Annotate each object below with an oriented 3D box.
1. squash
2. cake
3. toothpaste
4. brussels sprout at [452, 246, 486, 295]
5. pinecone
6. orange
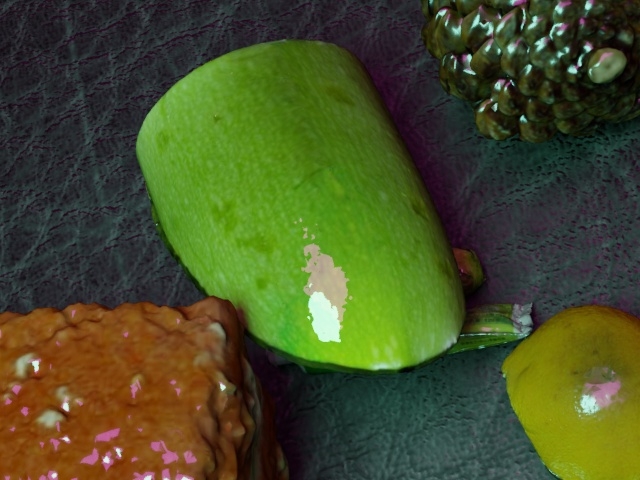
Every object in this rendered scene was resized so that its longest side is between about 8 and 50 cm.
[{"bbox_3d":[0.000,0.000,1.036,0.233,0.210,0.309,-10,65,-28],"label":"squash"},{"bbox_3d":[-0.162,0.233,0.929,0.269,0.320,0.270,-5,54,5],"label":"cake"},{"bbox_3d":[0.071,0.087,1.086,0.247,0.078,0.047,-9,105,13],"label":"toothpaste"},{"bbox_3d":[0.109,0.034,1.101,0.083,0.051,0.046,-19,32,6],"label":"brussels sprout"},{"bbox_3d":[0.200,-0.205,1.088,0.224,0.224,0.272,-34,39,-1],"label":"pinecone"},{"bbox_3d":[0.236,0.128,1.002,0.169,0.112,0.160,23,74,10],"label":"orange"}]
